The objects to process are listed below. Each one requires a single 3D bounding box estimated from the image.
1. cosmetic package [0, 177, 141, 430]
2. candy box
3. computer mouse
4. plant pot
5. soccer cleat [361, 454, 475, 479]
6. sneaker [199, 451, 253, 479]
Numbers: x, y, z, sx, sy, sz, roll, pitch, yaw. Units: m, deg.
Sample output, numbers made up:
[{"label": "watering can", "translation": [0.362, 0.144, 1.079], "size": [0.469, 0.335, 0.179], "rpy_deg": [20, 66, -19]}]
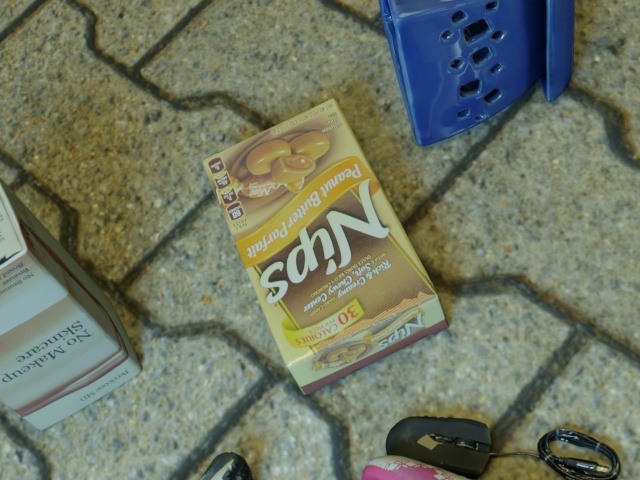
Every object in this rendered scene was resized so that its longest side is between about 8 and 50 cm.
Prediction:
[{"label": "cosmetic package", "translation": [-0.336, 0.077, 1.268], "size": [0.153, 0.296, 0.129], "rpy_deg": [-32, 56, -2]}, {"label": "candy box", "translation": [0.000, 0.000, 1.334], "size": [0.183, 0.087, 0.316], "rpy_deg": [-26, 55, 1]}, {"label": "computer mouse", "translation": [0.183, 0.216, 1.172], "size": [0.242, 0.041, 0.071], "rpy_deg": [0, 59, 17]}, {"label": "plant pot", "translation": [0.182, -0.288, 1.372], "size": [0.212, 0.236, 0.236], "rpy_deg": [-12, 56, 4]}, {"label": "soccer cleat", "translation": [0.195, 0.289, 1.094], "size": [0.331, 0.116, 0.143], "rpy_deg": [31, 57, 28]}, {"label": "sneaker", "translation": [-0.181, 0.328, 1.179], "size": [0.122, 0.110, 0.283], "rpy_deg": [25, 69, 32]}]
